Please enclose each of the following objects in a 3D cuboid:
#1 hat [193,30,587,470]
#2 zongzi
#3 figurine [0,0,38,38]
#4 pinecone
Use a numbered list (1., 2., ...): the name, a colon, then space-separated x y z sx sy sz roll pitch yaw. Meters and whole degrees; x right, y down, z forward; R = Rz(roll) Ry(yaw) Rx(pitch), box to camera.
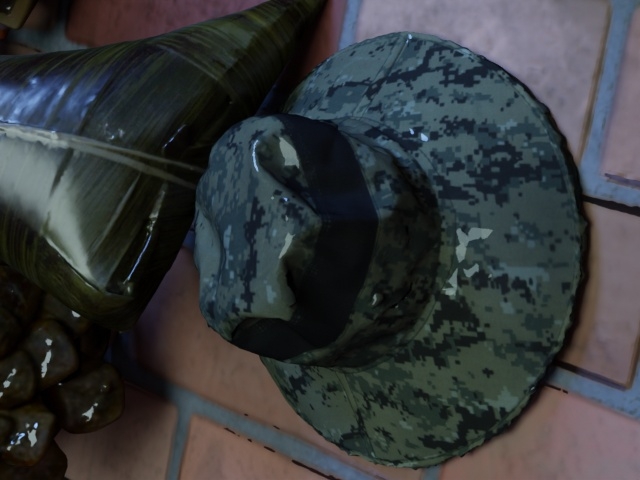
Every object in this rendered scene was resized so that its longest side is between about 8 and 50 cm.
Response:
1. hat: 0.000 0.000 0.875 0.265 0.128 0.265 -8 79 47
2. zongzi: -0.156 -0.102 0.980 0.248 0.111 0.241 30 82 13
3. figurine: -0.306 -0.169 1.153 0.186 0.261 0.382 30 116 -6
4. pinecone: -0.239 0.070 1.069 0.229 0.202 0.201 67 154 13
